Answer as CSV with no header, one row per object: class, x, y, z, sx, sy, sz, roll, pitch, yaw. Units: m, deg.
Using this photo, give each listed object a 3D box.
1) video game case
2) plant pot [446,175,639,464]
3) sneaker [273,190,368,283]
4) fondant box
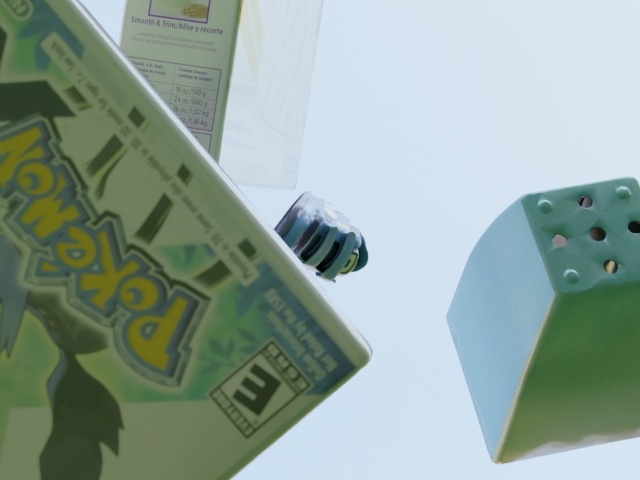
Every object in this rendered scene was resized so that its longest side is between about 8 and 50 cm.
video game case,-0.191,0.027,0.797,0.300,0.036,0.329,-40,-90,5
plant pot,0.220,0.058,1.421,0.165,0.166,0.234,-10,-33,-9
sneaker,0.000,0.000,1.230,0.059,0.144,0.053,44,-76,12
fondant box,-0.067,-0.209,1.286,0.096,0.238,0.330,8,-88,13
